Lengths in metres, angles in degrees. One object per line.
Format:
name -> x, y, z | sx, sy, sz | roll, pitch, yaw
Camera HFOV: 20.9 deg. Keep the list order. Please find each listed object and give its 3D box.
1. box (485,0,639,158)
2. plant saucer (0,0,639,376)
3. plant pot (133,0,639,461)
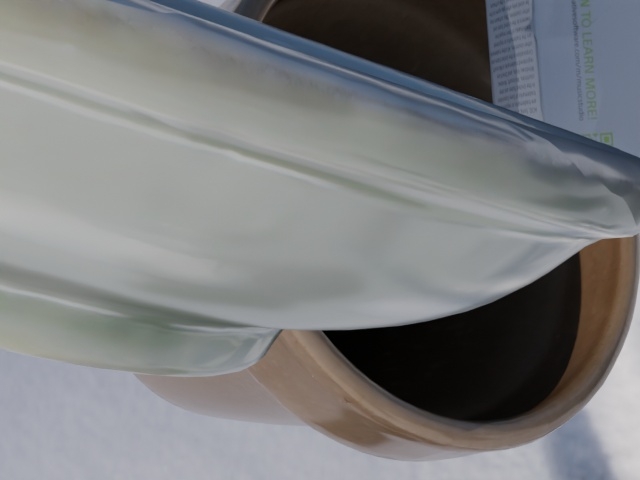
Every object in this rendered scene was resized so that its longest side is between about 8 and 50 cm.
box -> 0.222, -0.131, 0.718 | 0.322, 0.232, 0.058 | -4, 1, -14
plant saucer -> -0.101, -0.042, 0.524 | 0.400, 0.101, 0.400 | 19, 7, -3
plant pot -> 0.000, 0.000, 0.917 | 0.263, 0.229, 0.263 | 13, 67, -32
